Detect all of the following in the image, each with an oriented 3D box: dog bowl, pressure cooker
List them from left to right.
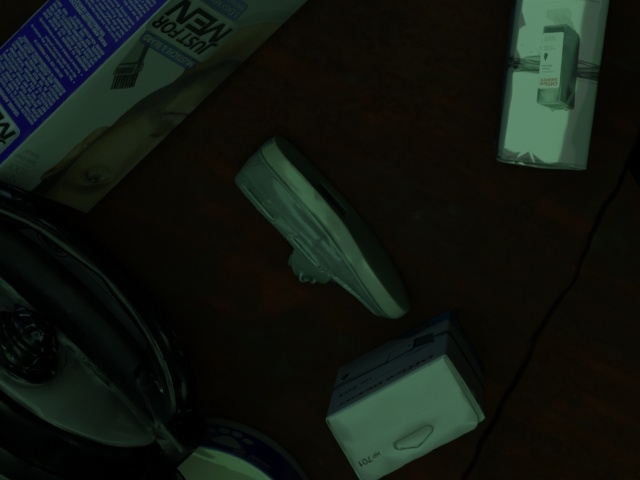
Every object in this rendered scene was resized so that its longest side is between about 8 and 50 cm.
[{"bbox_3d":[-0.333,0.156,1.771,0.370,0.375,0.420,23,120,-44],"label":"pressure cooker"},{"bbox_3d":[-0.130,0.325,1.949,0.265,0.104,0.265,1,100,6],"label":"dog bowl"}]

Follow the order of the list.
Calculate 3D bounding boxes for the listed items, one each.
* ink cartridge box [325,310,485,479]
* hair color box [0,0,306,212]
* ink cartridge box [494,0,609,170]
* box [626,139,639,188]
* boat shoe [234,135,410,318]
[{"bbox_3d":[0.088,0.154,1.854,0.139,0.191,0.082,-29,96,9],"label":"ink cartridge box"},{"bbox_3d":[-0.183,-0.189,1.812,0.339,0.185,0.110,-42,66,12],"label":"hair color box"},{"bbox_3d":[0.226,-0.187,1.797,0.092,0.158,0.218,8,101,3],"label":"ink cartridge box"},{"bbox_3d":[0.454,-0.110,1.669,0.212,0.395,0.293,32,102,0],"label":"box"},{"bbox_3d":[-0.001,0.000,1.900,0.081,0.079,0.227,-39,89,20],"label":"boat shoe"}]
